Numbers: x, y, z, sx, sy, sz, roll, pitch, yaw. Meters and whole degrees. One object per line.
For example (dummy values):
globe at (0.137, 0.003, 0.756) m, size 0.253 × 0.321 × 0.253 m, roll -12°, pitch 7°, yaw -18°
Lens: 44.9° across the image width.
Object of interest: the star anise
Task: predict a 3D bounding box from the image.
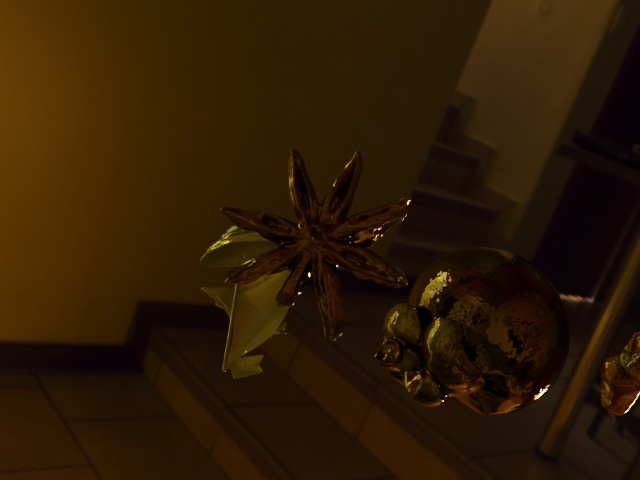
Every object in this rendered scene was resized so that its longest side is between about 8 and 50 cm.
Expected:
star anise at (0.001, -0.001, 0.543) m, size 0.141 × 0.141 × 0.042 m, roll 24°, pitch -10°, yaw 11°

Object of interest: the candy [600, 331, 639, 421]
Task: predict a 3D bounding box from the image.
candy at (0.380, 0.179, 0.985) m, size 0.046 × 0.182 × 0.053 m, roll -4°, pitch 49°, yaw 2°

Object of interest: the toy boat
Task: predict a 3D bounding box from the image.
toy boat at (-0.049, 0.036, 0.652) m, size 0.034 × 0.105 × 0.149 m, roll 61°, pitch 7°, yaw -47°

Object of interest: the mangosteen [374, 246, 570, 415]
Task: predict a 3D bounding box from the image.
mangosteen at (0.260, 0.154, 1.299) m, size 0.311 × 0.311 × 0.311 m, roll 20°, pitch 13°, yaw -5°
